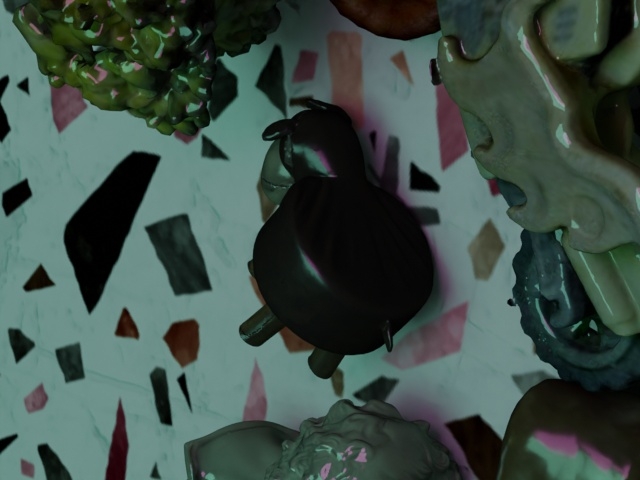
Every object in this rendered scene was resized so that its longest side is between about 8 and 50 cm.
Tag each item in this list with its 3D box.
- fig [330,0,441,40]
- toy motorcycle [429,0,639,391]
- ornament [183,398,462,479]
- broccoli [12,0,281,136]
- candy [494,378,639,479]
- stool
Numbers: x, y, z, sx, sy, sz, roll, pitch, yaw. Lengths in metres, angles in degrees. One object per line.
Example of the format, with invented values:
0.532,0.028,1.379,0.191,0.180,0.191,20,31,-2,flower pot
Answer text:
0.052,-0.202,1.245,0.150,0.128,0.128,-145,55,-70,fig
0.183,-0.108,1.093,0.237,0.169,0.410,-1,102,52,toy motorcycle
-0.025,0.189,1.378,0.285,0.130,0.120,-16,80,46,ornament
-0.100,-0.242,1.258,0.272,0.334,0.324,-21,111,15,broccoli
0.160,0.206,1.203,0.104,0.102,0.234,24,113,25,candy
0.000,0.000,1.327,0.121,0.125,0.217,-44,57,43,stool
